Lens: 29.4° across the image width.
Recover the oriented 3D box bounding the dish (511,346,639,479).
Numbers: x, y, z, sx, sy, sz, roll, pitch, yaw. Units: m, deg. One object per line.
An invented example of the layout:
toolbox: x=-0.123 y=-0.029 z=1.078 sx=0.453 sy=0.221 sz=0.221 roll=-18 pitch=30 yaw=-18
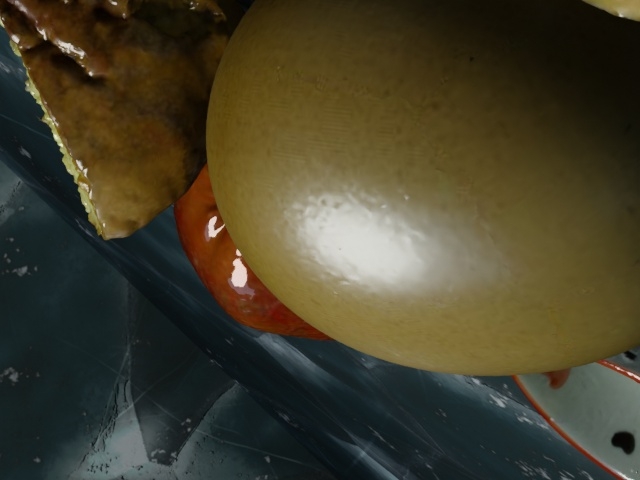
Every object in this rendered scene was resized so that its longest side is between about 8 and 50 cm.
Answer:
dish: x=0.267 y=0.106 z=0.926 sx=0.256 sy=0.117 sz=0.256 roll=36 pitch=164 yaw=12

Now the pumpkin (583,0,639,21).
pumpkin: x=0.093 y=-0.191 z=0.465 sx=0.317 sy=0.139 sz=0.222 roll=25 pitch=156 yaw=36

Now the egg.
egg: x=0.081 y=-0.051 z=0.665 sx=0.322 sy=0.250 sz=0.250 roll=14 pitch=151 yaw=48

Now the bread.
bread: x=-0.165 y=-0.183 z=0.979 sx=0.340 sy=0.179 sz=0.194 roll=65 pitch=168 yaw=-1

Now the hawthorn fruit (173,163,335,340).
hawthorn fruit: x=0.000 y=0.000 z=1.118 sx=0.211 sy=0.211 sz=0.299 roll=27 pitch=171 yaw=40
